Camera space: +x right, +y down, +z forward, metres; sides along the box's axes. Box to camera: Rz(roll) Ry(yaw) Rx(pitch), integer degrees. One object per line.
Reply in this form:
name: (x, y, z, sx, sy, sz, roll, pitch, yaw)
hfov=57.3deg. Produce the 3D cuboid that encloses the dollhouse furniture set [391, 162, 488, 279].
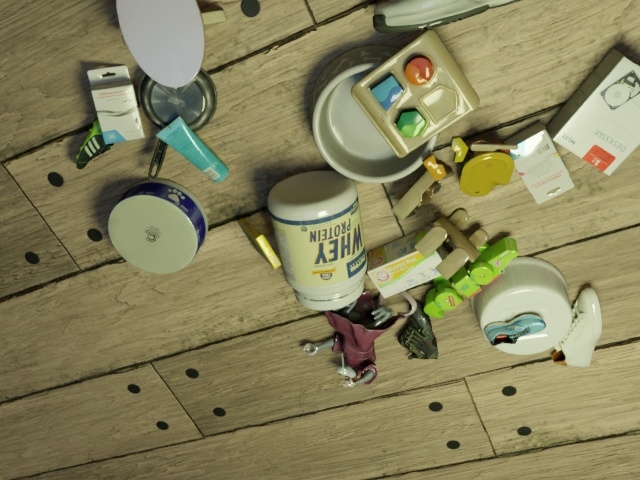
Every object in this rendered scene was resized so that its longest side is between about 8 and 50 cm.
dollhouse furniture set: (0.333, -0.057, 1.515, 0.242, 0.212, 0.161, 47, 121, 11)

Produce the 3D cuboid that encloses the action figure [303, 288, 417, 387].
action figure: (0.116, 0.304, 1.814, 0.276, 0.248, 0.370, -29, 139, -24)

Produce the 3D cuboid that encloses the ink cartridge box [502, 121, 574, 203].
ink cartridge box: (0.553, -0.194, 1.484, 0.104, 0.061, 0.181, -28, 113, 23)

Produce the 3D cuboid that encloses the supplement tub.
supplement tub: (0.000, 0.000, 1.573, 0.236, 0.235, 0.324, -5, 120, 10)

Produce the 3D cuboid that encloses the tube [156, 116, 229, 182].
tube: (-0.328, -0.233, 1.542, 0.080, 0.052, 0.207, -39, 131, 8)

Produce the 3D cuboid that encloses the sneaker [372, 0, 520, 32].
sneaker: (0.304, -0.608, 1.232, 0.448, 0.169, 0.257, -16, 109, 7)

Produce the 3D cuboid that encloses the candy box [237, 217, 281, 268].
candy box: (-0.173, 0.005, 1.627, 0.027, 0.206, 0.105, -37, 115, -9)

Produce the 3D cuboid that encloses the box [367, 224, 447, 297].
box: (0.244, 0.060, 1.649, 0.203, 0.114, 0.103, -25, 115, 22)

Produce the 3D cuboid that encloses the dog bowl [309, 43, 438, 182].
dog bowl: (0.137, -0.298, 1.453, 0.349, 0.102, 0.348, 4, 122, 6)

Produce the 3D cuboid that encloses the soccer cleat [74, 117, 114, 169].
soccer cleat: (-0.614, -0.255, 1.603, 0.072, 0.060, 0.179, 30, 119, -18)

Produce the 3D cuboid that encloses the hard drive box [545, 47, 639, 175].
hard drive box: (0.689, -0.300, 1.387, 0.181, 0.089, 0.232, 28, 121, -9)

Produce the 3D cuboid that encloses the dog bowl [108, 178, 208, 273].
dog bowl: (-0.466, -0.039, 1.687, 0.265, 0.104, 0.264, 3, 121, 6)

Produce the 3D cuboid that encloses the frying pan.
frying pan: (-0.409, -0.319, 1.509, 0.326, 0.053, 0.197, -43, 114, 12)

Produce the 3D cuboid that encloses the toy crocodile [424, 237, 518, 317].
toy crocodile: (0.420, 0.111, 1.658, 0.105, 0.115, 0.340, 38, 121, -18)

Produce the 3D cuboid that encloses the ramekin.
ramekin: (0.577, 0.197, 1.676, 0.278, 0.135, 0.277, 3, 122, 6)

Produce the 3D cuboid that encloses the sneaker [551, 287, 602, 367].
sneaker: (0.738, 0.264, 1.712, 0.123, 0.105, 0.289, -2, 122, 6)

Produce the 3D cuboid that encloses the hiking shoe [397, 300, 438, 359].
hiking shoe: (0.289, 0.288, 1.797, 0.114, 0.086, 0.226, -14, 119, 12)

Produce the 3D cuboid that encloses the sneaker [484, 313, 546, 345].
sneaker: (0.533, 0.255, 1.594, 0.162, 0.073, 0.063, -19, 116, 18)

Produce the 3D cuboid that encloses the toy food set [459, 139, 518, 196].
toy food set: (0.414, -0.198, 1.466, 0.128, 0.071, 0.217, -3, 150, 2)

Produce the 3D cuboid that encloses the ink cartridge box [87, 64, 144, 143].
ink cartridge box: (-0.527, -0.349, 1.510, 0.104, 0.060, 0.180, -14, 122, -15)

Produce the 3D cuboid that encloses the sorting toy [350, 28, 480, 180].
sorting toy: (0.247, -0.293, 1.353, 0.229, 0.041, 0.307, -34, 110, 19)

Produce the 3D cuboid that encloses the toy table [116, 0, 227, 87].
toy table: (-0.346, -0.493, 1.337, 0.253, 0.161, 0.274, -3, 107, -2)
